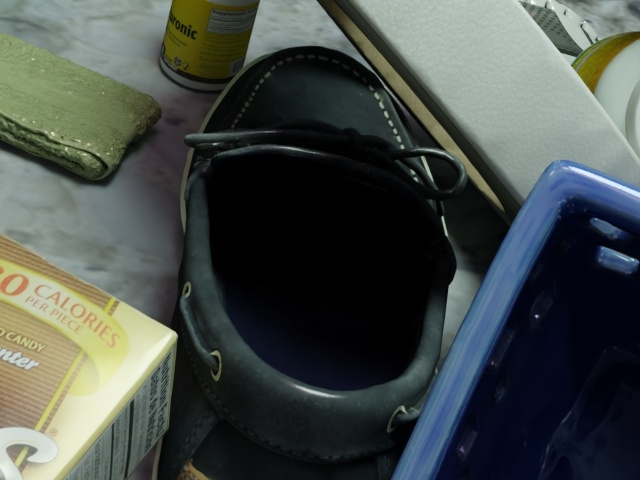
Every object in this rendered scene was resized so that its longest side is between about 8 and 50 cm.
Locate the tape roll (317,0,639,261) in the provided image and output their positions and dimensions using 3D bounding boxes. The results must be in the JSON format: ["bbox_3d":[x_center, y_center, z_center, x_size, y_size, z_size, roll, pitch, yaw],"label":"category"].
[{"bbox_3d":[0.080,-0.116,1.026,0.392,0.072,0.392,49,4,-4],"label":"tape roll"}]

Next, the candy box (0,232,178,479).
[{"bbox_3d":[-0.224,0.124,0.699,0.183,0.087,0.316,29,53,13],"label":"candy box"}]

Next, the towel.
[{"bbox_3d":[-0.193,-0.095,1.126,0.148,0.027,0.110,22,34,7],"label":"towel"}]

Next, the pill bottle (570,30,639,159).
[{"bbox_3d":[0.233,-0.085,1.095,0.117,0.118,0.208,15,6,-4],"label":"pill bottle"}]

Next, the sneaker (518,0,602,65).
[{"bbox_3d":[0.195,-0.107,1.235,0.234,0.078,0.106,31,41,-19],"label":"sneaker"}]

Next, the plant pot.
[{"bbox_3d":[0.167,0.125,0.784,0.236,0.236,0.212,27,-3,11],"label":"plant pot"}]

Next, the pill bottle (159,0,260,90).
[{"bbox_3d":[-0.079,-0.176,1.207,0.065,0.116,0.065,12,35,-9],"label":"pill bottle"}]

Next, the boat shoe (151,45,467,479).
[{"bbox_3d":[0.000,0.000,0.974,0.186,0.156,0.500,13,34,-4],"label":"boat shoe"}]
